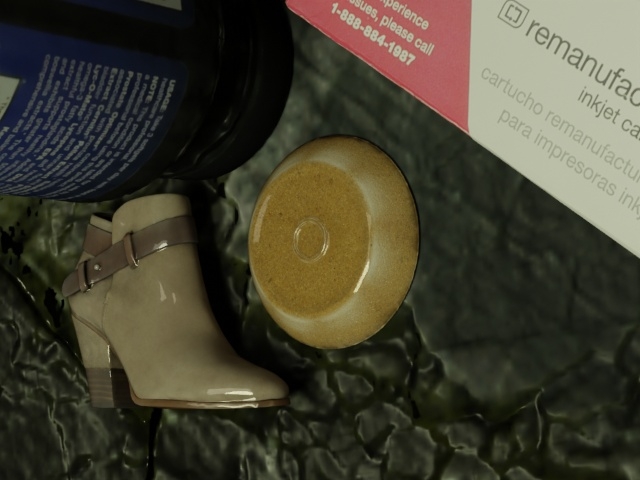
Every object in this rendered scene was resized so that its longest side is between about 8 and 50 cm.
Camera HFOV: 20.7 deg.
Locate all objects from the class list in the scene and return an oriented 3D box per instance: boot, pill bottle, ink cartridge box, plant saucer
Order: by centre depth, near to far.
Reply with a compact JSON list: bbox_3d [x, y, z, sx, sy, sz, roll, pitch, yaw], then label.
[{"bbox_3d":[0.122,-0.131,0.533,0.172,0.100,0.237,39,110,33],"label":"ink cartridge box"},{"bbox_3d":[-0.114,-0.077,0.640,0.123,0.219,0.122,-4,84,38],"label":"pill bottle"},{"bbox_3d":[0.000,0.000,0.674,0.083,0.015,0.083,-4,84,38],"label":"plant saucer"},{"bbox_3d":[-0.059,0.025,0.704,0.118,0.042,0.087,-3,82,38],"label":"boot"}]
